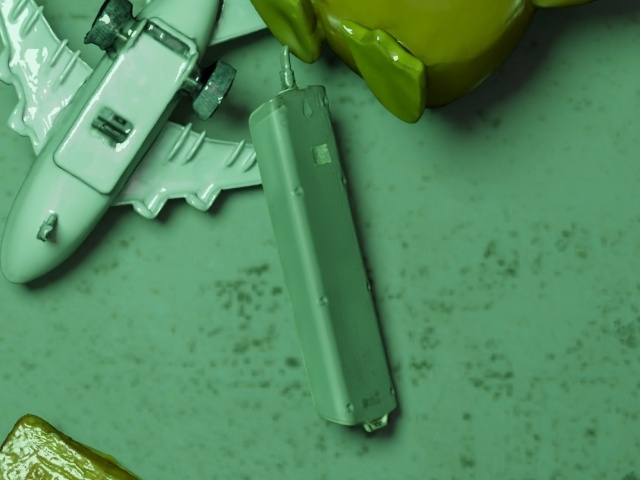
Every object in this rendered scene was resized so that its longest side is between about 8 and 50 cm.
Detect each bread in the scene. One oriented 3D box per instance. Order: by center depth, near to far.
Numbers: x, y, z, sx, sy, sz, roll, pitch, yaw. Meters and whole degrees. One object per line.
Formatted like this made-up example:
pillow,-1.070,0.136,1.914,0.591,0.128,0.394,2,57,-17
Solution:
bread,-0.154,0.168,1.271,0.132,0.053,0.074,30,79,2

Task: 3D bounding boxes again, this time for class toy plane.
toy plane,-0.131,-0.082,1.277,0.251,0.101,0.255,34,83,-9

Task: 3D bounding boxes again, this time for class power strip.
power strip,0.000,0.000,1.273,0.027,0.060,0.252,-10,94,40

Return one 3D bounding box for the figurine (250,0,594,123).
figurine,0.085,-0.188,1.263,0.215,0.215,0.228,32,96,3
